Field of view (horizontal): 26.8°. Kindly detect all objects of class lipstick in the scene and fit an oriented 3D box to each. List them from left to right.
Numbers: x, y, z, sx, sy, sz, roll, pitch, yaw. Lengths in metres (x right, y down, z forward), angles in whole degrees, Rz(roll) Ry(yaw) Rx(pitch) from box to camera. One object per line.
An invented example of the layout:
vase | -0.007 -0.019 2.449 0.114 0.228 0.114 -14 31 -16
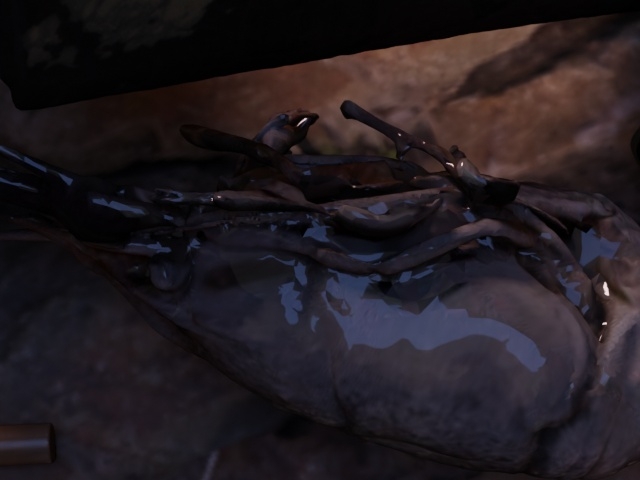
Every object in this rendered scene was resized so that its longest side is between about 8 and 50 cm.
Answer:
lipstick | -0.162 0.089 0.577 0.094 0.019 0.019 -3 79 -3

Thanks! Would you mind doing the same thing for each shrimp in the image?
shrimp | 0.000 0.004 0.555 0.343 0.116 0.145 15 78 -7

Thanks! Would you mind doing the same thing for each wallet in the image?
wallet | 0.016 -0.158 0.540 0.321 0.044 0.171 -13 110 -27

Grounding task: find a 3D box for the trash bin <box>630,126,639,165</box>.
trash bin | 0.225 -0.048 0.605 0.130 0.059 0.116 -41 84 -11
